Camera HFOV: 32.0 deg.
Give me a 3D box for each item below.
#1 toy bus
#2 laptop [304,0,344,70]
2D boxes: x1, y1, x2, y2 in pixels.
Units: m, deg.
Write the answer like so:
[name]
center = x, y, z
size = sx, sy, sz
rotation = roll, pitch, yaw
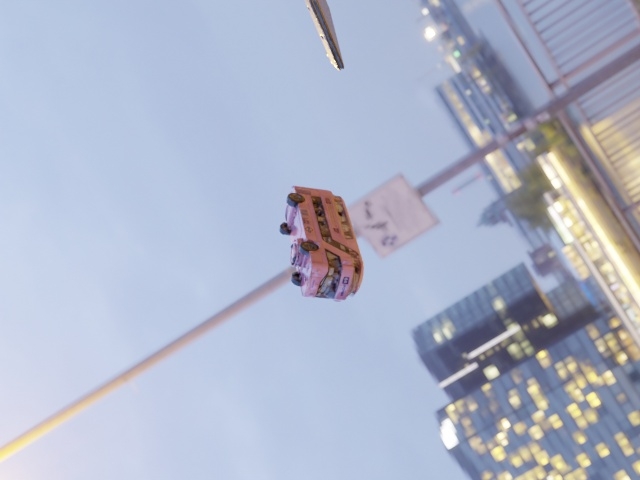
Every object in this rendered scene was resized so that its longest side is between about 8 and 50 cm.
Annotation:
[toy bus]
center = 0.000, 0.000, 1.469
size = 0.090, 0.063, 0.203
rotation = 7, -147, -14
[laptop]
center = -0.018, -0.266, 1.078
size = 0.129, 0.016, 0.180
rotation = -99, -14, -50
